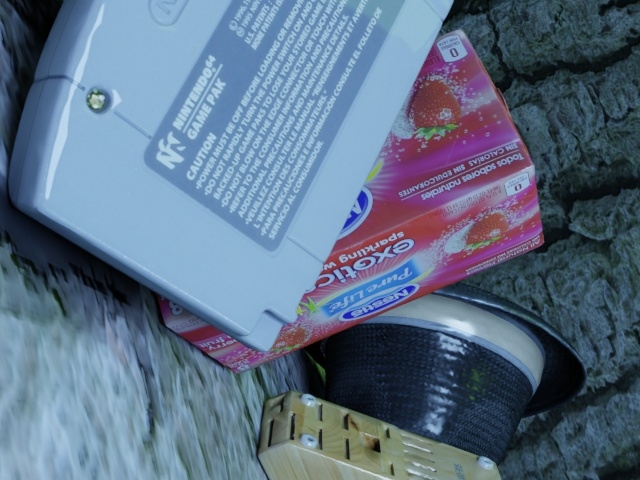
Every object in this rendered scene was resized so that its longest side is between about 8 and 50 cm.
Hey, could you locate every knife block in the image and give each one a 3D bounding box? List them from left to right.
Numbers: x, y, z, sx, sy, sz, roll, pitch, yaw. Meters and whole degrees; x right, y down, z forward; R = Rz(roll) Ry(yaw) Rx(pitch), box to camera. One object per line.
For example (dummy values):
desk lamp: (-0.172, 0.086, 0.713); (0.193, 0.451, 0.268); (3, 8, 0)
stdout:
knife block: (0.046, 0.281, 0.728); (0.275, 0.242, 0.088); (21, 16, -6)

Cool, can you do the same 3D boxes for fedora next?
fedora: (0.098, 0.165, 0.861); (0.334, 0.333, 0.153); (57, 43, -54)

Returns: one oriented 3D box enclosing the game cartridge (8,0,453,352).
game cartridge: (-0.036, -0.111, 0.493); (0.198, 0.297, 0.062); (36, -17, -32)

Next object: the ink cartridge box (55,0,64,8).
ink cartridge box: (-0.098, -0.166, 0.606); (0.128, 0.127, 0.176); (41, -9, 32)

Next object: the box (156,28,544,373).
box: (0.015, -0.019, 0.619); (0.128, 0.256, 0.123); (54, 14, -62)
